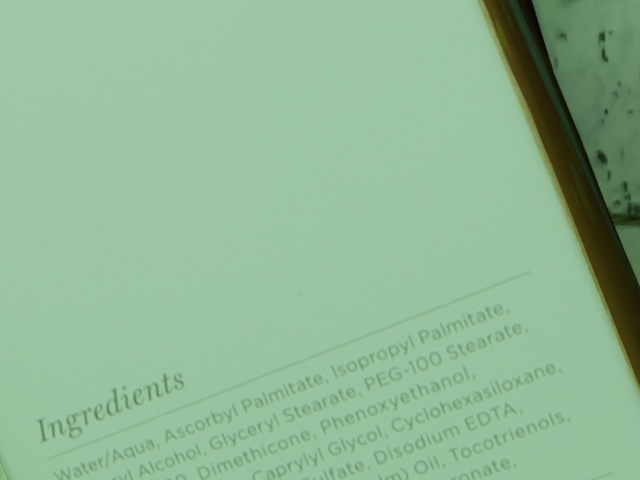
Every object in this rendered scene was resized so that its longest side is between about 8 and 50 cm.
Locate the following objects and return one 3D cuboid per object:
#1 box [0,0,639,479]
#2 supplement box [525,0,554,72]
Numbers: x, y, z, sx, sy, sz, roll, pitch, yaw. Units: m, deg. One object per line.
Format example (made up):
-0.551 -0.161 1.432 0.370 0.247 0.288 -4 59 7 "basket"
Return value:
0.000 0.000 0.530 0.168 0.215 0.345 -22 95 12 "box"
-0.011 -0.087 0.777 0.129 0.191 0.194 -38 56 43 "supplement box"
